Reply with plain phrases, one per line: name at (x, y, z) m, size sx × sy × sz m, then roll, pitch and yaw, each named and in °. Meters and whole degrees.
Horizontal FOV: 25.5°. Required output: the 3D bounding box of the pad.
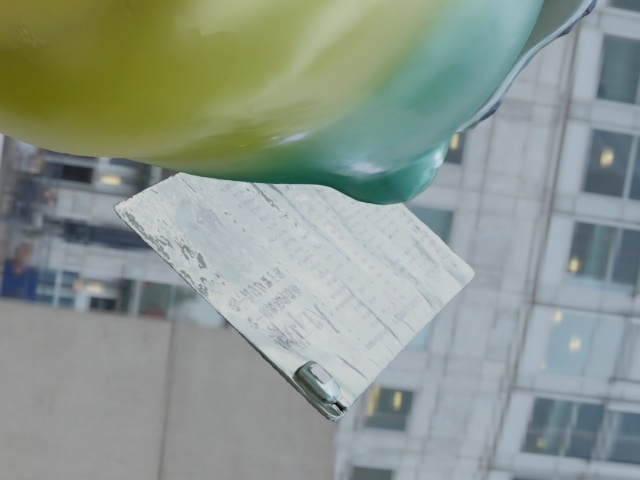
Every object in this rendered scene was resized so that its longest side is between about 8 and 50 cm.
pad at (0.000, 0.000, 0.821) m, size 0.009 × 0.159 × 0.265 m, roll -50°, pitch 174°, yaw 26°

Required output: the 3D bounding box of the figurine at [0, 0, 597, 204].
figurine at (-0.026, -0.120, 0.522) m, size 0.340 × 0.323 × 0.231 m, roll -12°, pitch 84°, yaw -63°
